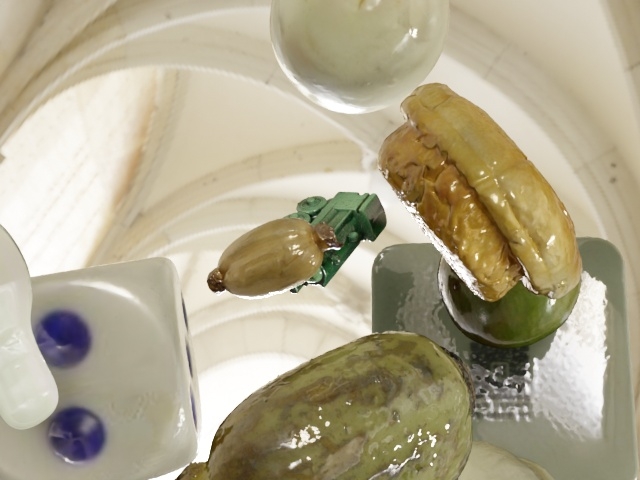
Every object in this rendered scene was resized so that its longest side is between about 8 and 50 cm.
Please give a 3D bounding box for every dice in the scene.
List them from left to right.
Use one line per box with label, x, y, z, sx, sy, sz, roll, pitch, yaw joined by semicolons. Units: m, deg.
dice;-0.341;0.192;1.424;0.304;0.304;0.277;-9;1;-4

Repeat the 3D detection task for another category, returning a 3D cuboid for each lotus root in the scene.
lotus root;-0.046;0.016;0.991;0.150;0.073;0.062;-22;-21;17
lotus root;0.009;0.194;0.890;0.173;0.309;0.173;50;-25;35

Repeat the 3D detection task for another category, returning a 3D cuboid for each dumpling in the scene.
dumpling;0.202;0.311;1.140;0.215;0.126;0.166;16;2;-35

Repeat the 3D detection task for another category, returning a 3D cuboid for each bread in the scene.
bread;0.150;-0.042;0.942;0.236;0.120;0.198;54;2;34

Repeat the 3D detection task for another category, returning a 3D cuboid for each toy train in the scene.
toy train;0.000;0.000;1.213;0.111;0.170;0.071;3;-54;33

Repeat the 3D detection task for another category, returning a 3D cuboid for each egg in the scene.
egg;0.060;-0.342;1.565;0.283;0.283;0.345;29;-7;3

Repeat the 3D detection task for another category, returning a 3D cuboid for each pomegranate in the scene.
pomegranate;0.232;0.035;1.198;0.179;0.179;0.210;23;-27;20

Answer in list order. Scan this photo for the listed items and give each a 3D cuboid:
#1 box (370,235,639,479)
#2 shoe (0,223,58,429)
box;0.256;0.180;1.399;0.367;0.373;0.090;-1;-14;9
shoe;-0.371;0.084;1.084;0.110;0.095;0.265;26;-49;49
